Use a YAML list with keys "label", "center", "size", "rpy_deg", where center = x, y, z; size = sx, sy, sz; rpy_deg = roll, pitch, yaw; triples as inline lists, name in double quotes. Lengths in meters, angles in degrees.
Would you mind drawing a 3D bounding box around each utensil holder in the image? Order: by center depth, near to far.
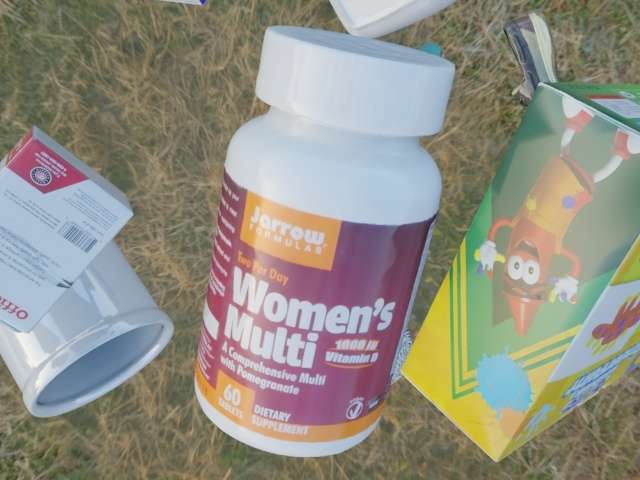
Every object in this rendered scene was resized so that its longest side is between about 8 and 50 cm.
- label: "utensil holder"
  center: [-0.553, 0.121, 1.449]
  size: [0.327, 0.327, 0.385]
  rpy_deg: [-38, 75, -3]

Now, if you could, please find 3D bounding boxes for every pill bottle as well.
- label: "pill bottle"
  center: [0.000, 0.000, 0.391]
  size: [0.121, 0.121, 0.221]
  rpy_deg: [9, 112, -6]

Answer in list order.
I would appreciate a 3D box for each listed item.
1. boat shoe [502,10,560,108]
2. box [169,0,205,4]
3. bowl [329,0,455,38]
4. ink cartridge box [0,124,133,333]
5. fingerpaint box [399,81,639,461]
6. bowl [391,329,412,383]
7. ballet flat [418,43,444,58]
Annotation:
- label: "boat shoe"
  center: [0.339, -0.243, 1.079]
  size: [0.073, 0.080, 0.224]
  rpy_deg: [-12, 98, 15]
- label: "box"
  center: [-0.268, -0.485, 1.184]
  size: [0.126, 0.137, 0.072]
  rpy_deg: [18, 75, 31]
- label: "bowl"
  center: [0.054, -0.268, 0.656]
  size: [0.142, 0.141, 0.053]
  rpy_deg: [60, 42, -20]
- label: "ink cartridge box"
  center: [-0.474, -0.016, 1.112]
  size: [0.273, 0.114, 0.197]
  rpy_deg: [-48, 119, 0]
- label: "fingerpaint box"
  center: [0.346, 0.012, 0.819]
  size: [0.444, 0.163, 0.371]
  rpy_deg: [-12, 132, -42]
- label: "bowl"
  center: [0.092, 0.216, 1.330]
  size: [0.170, 0.080, 0.170]
  rpy_deg: [0, 92, 10]
- label: "ballet flat"
  center: [0.192, -0.283, 1.262]
  size: [0.073, 0.067, 0.206]
  rpy_deg: [10, 49, 19]
